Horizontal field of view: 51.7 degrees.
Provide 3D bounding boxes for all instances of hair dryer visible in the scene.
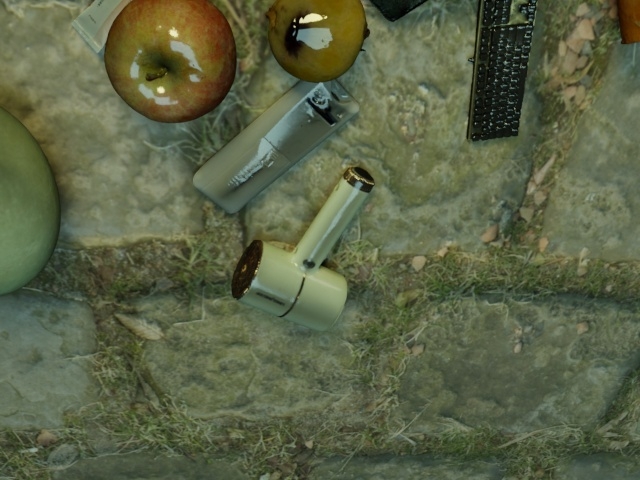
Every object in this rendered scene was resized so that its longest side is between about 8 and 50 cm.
[{"bbox_3d":[0.000,0.000,1.250,0.203,0.128,0.362,25,114,-22],"label":"hair dryer"}]

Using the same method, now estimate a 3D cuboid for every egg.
[{"bbox_3d":[-0.551,-0.062,1.048,0.259,0.258,0.352,-5,127,-2],"label":"egg"}]

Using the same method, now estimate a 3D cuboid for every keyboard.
[{"bbox_3d":[0.296,-0.303,1.083,0.106,0.027,0.316,-6,129,-1],"label":"keyboard"}]

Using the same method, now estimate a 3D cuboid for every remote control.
[{"bbox_3d":[-0.080,-0.159,1.143,0.313,0.055,0.109,-37,123,21],"label":"remote control"}]

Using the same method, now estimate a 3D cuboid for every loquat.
[{"bbox_3d":[-0.003,-0.310,0.980,0.163,0.137,0.163,-4,110,-10],"label":"loquat"}]

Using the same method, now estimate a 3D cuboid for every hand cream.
[{"bbox_3d":[-0.282,-0.368,0.966,0.216,0.052,0.038,-38,155,25],"label":"hand cream"}]

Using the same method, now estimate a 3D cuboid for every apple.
[{"bbox_3d":[-0.215,-0.270,0.967,0.188,0.173,0.188,-1,125,-2],"label":"apple"}]

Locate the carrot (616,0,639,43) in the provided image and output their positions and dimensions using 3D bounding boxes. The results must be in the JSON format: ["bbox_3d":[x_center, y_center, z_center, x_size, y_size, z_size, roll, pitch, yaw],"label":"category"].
[{"bbox_3d":[0.500,-0.427,0.891,0.193,0.214,0.331,-30,124,-11],"label":"carrot"}]

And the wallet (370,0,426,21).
[{"bbox_3d":[0.159,-0.423,0.880,0.172,0.045,0.318,40,146,-25],"label":"wallet"}]
